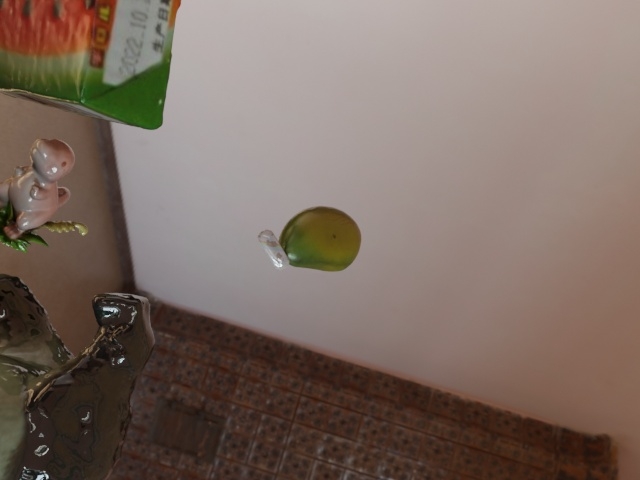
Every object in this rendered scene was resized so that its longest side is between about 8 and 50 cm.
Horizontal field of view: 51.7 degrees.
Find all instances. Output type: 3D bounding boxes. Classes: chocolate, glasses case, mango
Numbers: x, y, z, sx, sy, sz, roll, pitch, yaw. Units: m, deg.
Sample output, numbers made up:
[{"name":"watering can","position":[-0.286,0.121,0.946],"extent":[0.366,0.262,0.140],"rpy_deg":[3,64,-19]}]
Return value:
[{"name":"chocolate","position":[-0.410,-0.380,1.069],"extent":[0.161,0.360,0.341],"rpy_deg":[-7,110,-61]},{"name":"glasses case","position":[-0.088,0.017,1.243],"extent":[0.083,0.032,0.021],"rpy_deg":[61,-4,-16]},{"name":"mango","position":[0.001,-0.007,1.365],"extent":[0.237,0.091,0.137],"rpy_deg":[12,71,-52]}]

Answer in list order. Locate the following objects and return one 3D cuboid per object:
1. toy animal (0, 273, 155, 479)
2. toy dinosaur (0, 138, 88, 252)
[{"name":"toy animal","position":[-0.192,0.068,0.278],"extent":[0.094,0.225,0.121],"rpy_deg":[0,-99,51]},{"name":"toy dinosaur","position":[-0.465,-0.092,1.074],"extent":[0.177,0.152,0.194],"rpy_deg":[-38,159,-4]}]
